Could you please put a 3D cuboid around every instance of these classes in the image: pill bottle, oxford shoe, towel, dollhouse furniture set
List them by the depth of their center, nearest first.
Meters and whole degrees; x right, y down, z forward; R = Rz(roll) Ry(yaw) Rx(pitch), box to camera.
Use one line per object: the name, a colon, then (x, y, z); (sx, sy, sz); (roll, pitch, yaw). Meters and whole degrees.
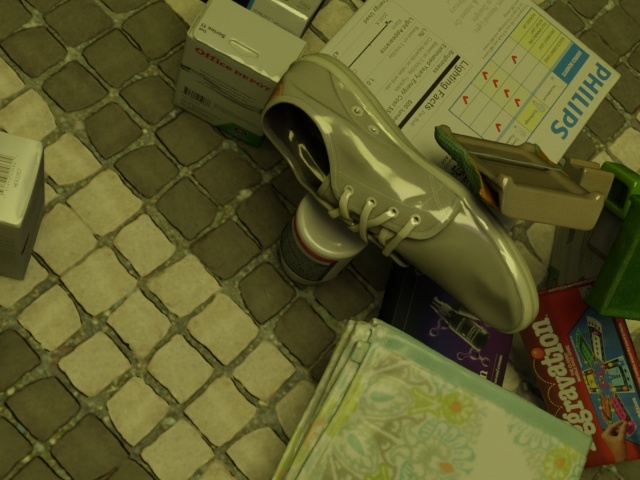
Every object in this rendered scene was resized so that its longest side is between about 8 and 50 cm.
oxford shoe: (0.085, -0.044, 1.163); (0.130, 0.169, 0.449); (-37, 79, -30)
dollhouse furniture set: (0.285, -0.022, 1.179); (0.301, 0.197, 0.151); (9, 113, -22)
towel: (0.135, 0.314, 1.208); (0.374, 0.090, 0.321); (29, 83, -6)
pill bottle: (0.000, 0.000, 1.311); (0.108, 0.180, 0.108); (5, 70, -14)

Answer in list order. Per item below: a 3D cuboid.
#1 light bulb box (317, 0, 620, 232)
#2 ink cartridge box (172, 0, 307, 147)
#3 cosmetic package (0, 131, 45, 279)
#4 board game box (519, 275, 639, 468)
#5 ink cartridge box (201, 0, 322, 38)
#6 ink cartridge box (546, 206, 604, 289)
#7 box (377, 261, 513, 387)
light bulb box: (0.184, -0.207, 1.408); (0.361, 0.225, 0.358); (40, 66, -1)
ink cartridge box: (-0.120, -0.241, 1.346); (0.153, 0.208, 0.087); (28, 67, -5)
cosmetic package: (-0.405, -0.040, 1.188); (0.085, 0.231, 0.117); (14, 70, -10)
board game box: (0.383, 0.193, 1.328); (0.281, 0.145, 0.027); (67, 25, -13)
ink cartridge box: (-0.070, -0.403, 1.440); (0.165, 0.065, 0.333); (28, 31, -4)
ink cartridge box: (0.435, 0.021, 1.400); (0.092, 0.219, 0.160); (19, 68, -9)
box: (0.170, 0.164, 1.347); (0.184, 0.103, 0.261); (19, 68, -5)
